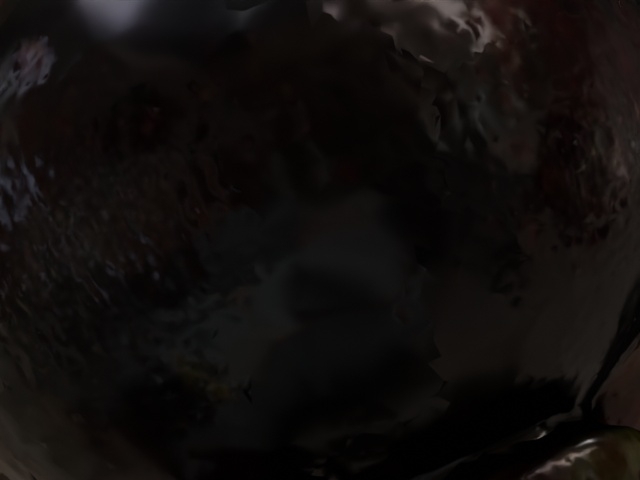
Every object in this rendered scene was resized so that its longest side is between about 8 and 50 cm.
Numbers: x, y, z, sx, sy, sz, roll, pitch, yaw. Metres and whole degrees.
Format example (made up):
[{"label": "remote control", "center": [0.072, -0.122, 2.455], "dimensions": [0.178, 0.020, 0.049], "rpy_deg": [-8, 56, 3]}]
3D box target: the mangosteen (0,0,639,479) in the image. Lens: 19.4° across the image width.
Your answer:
[{"label": "mangosteen", "center": [0.000, 0.000, 0.456], "dimensions": [0.210, 0.210, 0.210], "rpy_deg": [-31, 32, 22]}]
